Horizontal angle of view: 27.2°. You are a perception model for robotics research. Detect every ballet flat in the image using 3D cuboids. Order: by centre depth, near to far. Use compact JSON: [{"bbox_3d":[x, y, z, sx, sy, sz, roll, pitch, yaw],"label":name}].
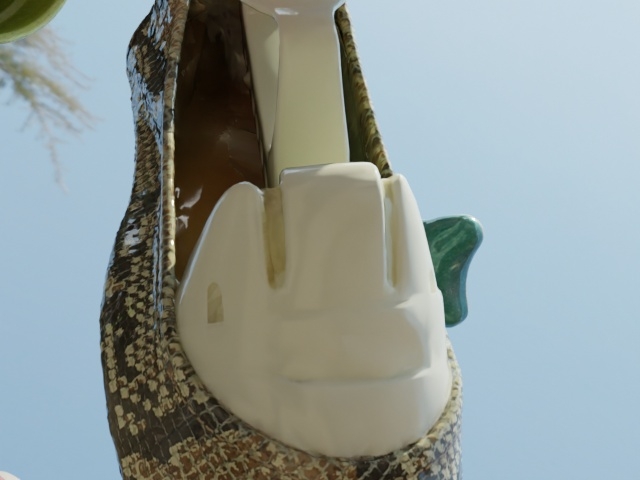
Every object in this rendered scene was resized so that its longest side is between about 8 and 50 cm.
[{"bbox_3d":[-0.021,-0.018,0.640,0.164,0.182,0.483,5,-137,-16],"label":"ballet flat"}]

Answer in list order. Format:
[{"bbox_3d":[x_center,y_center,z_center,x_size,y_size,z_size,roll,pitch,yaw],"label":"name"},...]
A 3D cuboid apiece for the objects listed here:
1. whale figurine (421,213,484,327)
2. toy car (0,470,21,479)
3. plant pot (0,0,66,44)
[{"bbox_3d":[0.000,0.000,1.151,0.272,0.141,0.216,20,-66,21],"label":"whale figurine"},{"bbox_3d":[-0.347,0.305,1.086,0.219,0.238,0.210,1,-89,46],"label":"toy car"},{"bbox_3d":[-0.444,-0.335,1.436,0.254,0.276,0.276,-2,-106,43],"label":"plant pot"}]
